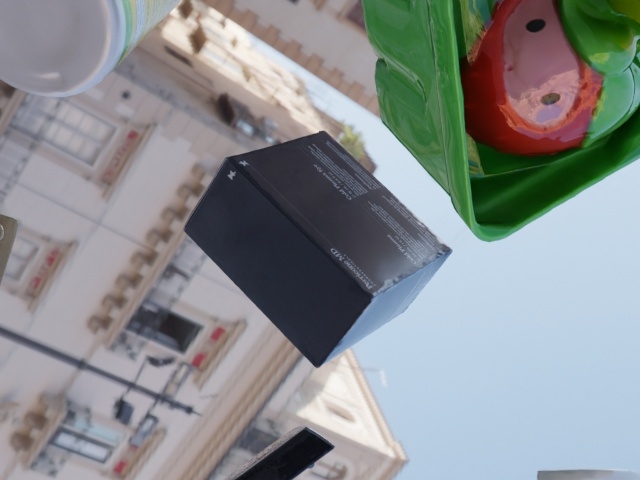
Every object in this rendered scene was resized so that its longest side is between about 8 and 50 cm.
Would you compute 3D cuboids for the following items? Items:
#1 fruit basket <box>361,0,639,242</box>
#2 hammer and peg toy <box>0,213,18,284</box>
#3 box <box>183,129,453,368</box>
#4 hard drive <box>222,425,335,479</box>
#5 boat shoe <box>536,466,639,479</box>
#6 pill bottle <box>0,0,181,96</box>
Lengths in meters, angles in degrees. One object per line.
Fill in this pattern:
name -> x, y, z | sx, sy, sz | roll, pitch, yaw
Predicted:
fruit basket -> 0.206, -0.191, 0.633 | 0.283, 0.392, 0.392 | -28, -163, -23
hammer and peg toy -> -0.616, 0.106, 1.391 | 0.127, 0.266, 0.361 | 167, -62, -68
box -> 0.000, 0.000, 1.643 | 0.312, 0.343, 0.179 | -23, 153, -55
hard drive -> -0.078, 0.333, 1.352 | 0.172, 0.054, 0.254 | -33, 173, -19
boat shoe -> 0.290, 0.262, 0.943 | 0.066, 0.184, 0.063 | -14, -115, 50
pill bottle -> -0.180, -0.229, 0.770 | 0.136, 0.136, 0.245 | -40, -164, 35
